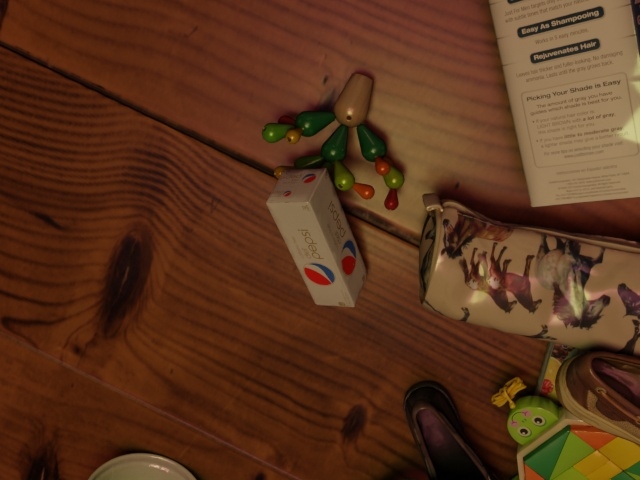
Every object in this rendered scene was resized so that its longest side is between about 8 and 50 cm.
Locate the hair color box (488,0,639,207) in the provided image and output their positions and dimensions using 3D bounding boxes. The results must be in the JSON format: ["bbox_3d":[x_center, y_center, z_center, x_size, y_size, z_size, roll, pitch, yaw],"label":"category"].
[{"bbox_3d":[0.333,-0.227,0.905,0.174,0.105,0.347,-4,108,40],"label":"hair color box"}]

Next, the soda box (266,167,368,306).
[{"bbox_3d":[0.000,0.000,1.019,0.069,0.074,0.216,1,136,27],"label":"soda box"}]

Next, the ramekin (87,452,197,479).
[{"bbox_3d":[-0.307,0.474,1.194,0.207,0.207,0.109,22,117,3],"label":"ramekin"}]

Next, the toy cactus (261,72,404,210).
[{"bbox_3d":[0.033,-0.148,1.026,0.219,0.112,0.180,21,89,6],"label":"toy cactus"}]

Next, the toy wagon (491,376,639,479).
[{"bbox_3d":[0.404,0.342,1.069,0.344,0.068,0.267,37,124,-1],"label":"toy wagon"}]

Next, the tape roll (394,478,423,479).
[{"bbox_3d":[0.198,0.519,1.112,0.321,0.077,0.321,18,130,23],"label":"tape roll"}]

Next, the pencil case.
[{"bbox_3d":[0.329,0.050,0.987,0.411,0.160,0.183,12,107,6],"label":"pencil case"}]

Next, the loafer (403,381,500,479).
[{"bbox_3d":[0.214,0.371,1.106,0.109,0.095,0.302,-28,88,11],"label":"loafer"}]

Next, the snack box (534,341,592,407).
[{"bbox_3d":[0.394,0.193,1.080,0.100,0.037,0.141,11,107,5],"label":"snack box"}]

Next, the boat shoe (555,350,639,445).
[{"bbox_3d":[0.489,0.230,0.922,0.342,0.123,0.123,25,64,9],"label":"boat shoe"}]
